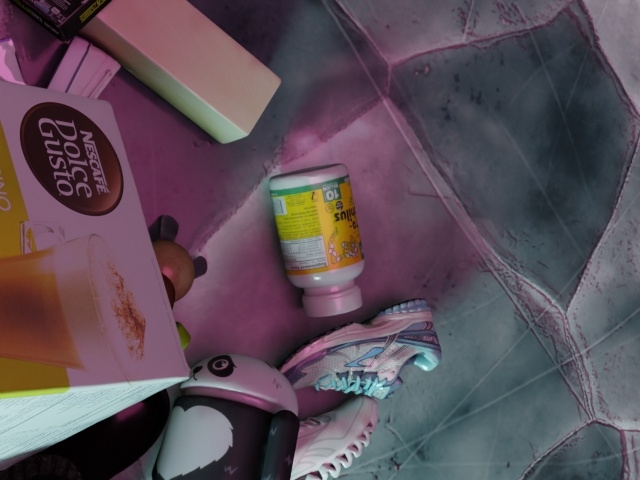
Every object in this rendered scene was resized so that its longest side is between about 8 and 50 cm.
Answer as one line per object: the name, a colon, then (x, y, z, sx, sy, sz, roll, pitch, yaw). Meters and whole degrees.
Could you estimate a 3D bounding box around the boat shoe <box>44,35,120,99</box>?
boat shoe: (-0.339, -0.138, 1.354, 0.084, 0.095, 0.258, 27, 82, -20)

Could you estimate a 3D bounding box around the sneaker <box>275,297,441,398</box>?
sneaker: (0.061, 0.181, 1.531, 0.283, 0.110, 0.122, -20, 78, -22)

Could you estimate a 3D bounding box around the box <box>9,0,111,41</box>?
box: (-0.329, -0.370, 1.323, 0.190, 0.045, 0.184, 37, 71, 15)

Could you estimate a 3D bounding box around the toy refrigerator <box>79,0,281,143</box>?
toy refrigerator: (-0.196, -0.255, 1.420, 0.269, 0.094, 0.102, 37, 70, -23)

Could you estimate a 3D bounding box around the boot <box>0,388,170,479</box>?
boot: (-0.310, 0.301, 1.295, 0.348, 0.260, 0.131, -35, 106, -19)

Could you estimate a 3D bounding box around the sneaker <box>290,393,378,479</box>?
sneaker: (-0.038, 0.309, 1.518, 0.292, 0.110, 0.118, -37, 98, -20)

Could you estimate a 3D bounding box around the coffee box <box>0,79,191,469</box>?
coffee box: (-0.399, 0.052, 1.087, 0.334, 0.338, 0.338, 4, 62, -54)

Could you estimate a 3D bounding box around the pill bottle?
pill bottle: (0.000, 0.000, 1.508, 0.117, 0.117, 0.209, -14, 98, -24)

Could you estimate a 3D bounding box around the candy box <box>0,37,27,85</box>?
candy box: (-0.453, -0.177, 1.241, 0.164, 0.196, 0.070, -19, 100, -24)

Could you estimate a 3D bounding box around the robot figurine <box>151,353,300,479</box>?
robot figurine: (-0.130, 0.287, 1.381, 0.209, 0.174, 0.278, 11, 67, 8)

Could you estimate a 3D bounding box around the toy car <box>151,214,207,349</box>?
toy car: (-0.230, 0.052, 1.420, 0.155, 0.149, 0.188, 56, 42, -20)
